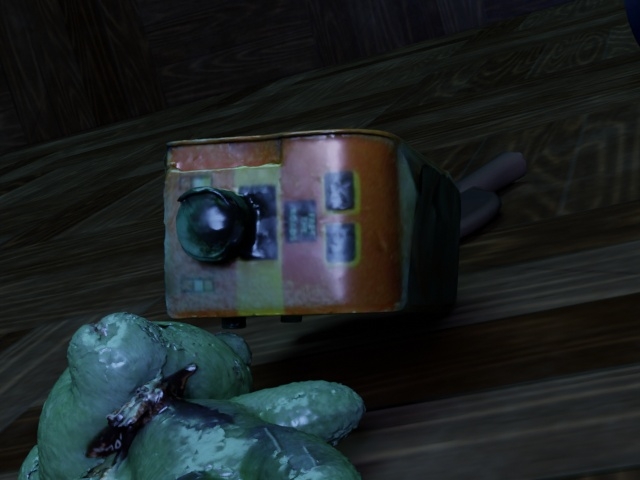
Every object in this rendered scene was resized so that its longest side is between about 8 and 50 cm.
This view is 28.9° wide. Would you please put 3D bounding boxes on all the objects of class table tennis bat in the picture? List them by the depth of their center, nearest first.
[{"bbox_3d":[0.056,-0.065,0.737,0.107,0.119,0.170,-4,18,44],"label":"table tennis bat"}]

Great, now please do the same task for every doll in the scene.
[{"bbox_3d":[-0.040,0.063,0.390,0.115,0.078,0.150,-28,26,-22],"label":"doll"}]

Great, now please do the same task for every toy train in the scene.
[{"bbox_3d":[0.000,0.000,0.505,0.099,0.072,0.188,1,-2,13],"label":"toy train"}]

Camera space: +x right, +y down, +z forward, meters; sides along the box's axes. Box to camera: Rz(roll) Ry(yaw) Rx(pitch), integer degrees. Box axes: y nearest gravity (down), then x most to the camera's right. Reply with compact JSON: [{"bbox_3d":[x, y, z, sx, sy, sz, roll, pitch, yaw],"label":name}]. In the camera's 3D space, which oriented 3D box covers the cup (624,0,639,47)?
[{"bbox_3d":[0.339,-0.144,0.750,0.178,0.255,0.256,-55,13,-2],"label":"cup"}]
